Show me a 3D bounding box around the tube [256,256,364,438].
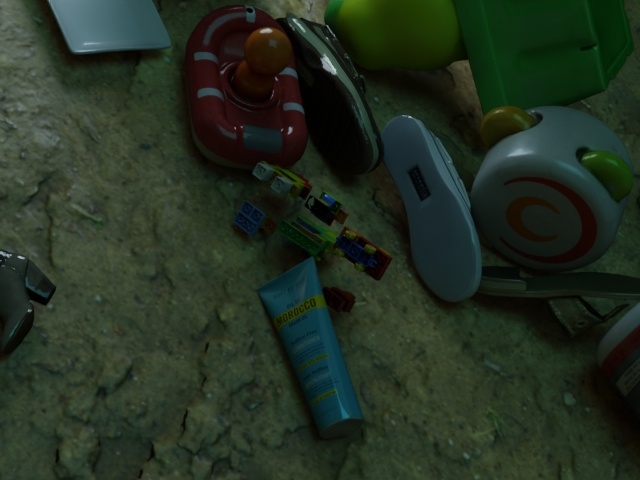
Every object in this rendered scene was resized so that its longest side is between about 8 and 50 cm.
[{"bbox_3d":[-0.008,0.124,1.802,0.052,0.080,0.207,40,25,-60],"label":"tube"}]

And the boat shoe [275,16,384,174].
[{"bbox_3d":[0.027,-0.196,2.058,0.095,0.095,0.257,-7,57,-39],"label":"boat shoe"}]

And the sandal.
[{"bbox_3d":[0.307,0.084,1.992,0.240,0.079,0.088,5,16,4],"label":"sandal"}]

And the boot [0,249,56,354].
[{"bbox_3d":[-0.342,0.061,1.691,0.087,0.042,0.118,28,45,3],"label":"boot"}]

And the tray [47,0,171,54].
[{"bbox_3d":[-0.305,-0.339,2.036,0.145,0.030,0.270,-8,59,-34],"label":"tray"}]

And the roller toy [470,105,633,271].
[{"bbox_3d":[0.298,-0.071,2.033,0.209,0.191,0.146,15,46,15],"label":"roller toy"}]

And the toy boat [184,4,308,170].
[{"bbox_3d":[-0.082,-0.207,1.965,0.151,0.151,0.231,7,52,-24],"label":"toy boat"}]

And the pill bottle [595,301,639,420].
[{"bbox_3d":[0.517,0.219,1.903,0.210,0.210,0.363,-20,65,-38],"label":"pill bottle"}]

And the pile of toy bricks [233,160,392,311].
[{"bbox_3d":[0.000,0.000,1.894,0.212,0.118,0.105,37,15,25],"label":"pile of toy bricks"}]

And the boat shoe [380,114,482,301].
[{"bbox_3d":[0.156,-0.041,2.003,0.084,0.095,0.258,14,56,-54],"label":"boat shoe"}]

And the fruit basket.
[{"bbox_3d":[0.205,-0.336,2.152,0.392,0.392,0.283,37,36,4],"label":"fruit basket"}]

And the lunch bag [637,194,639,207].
[{"bbox_3d":[0.580,-0.029,2.128,0.160,0.223,0.262,-11,62,-28],"label":"lunch bag"}]
